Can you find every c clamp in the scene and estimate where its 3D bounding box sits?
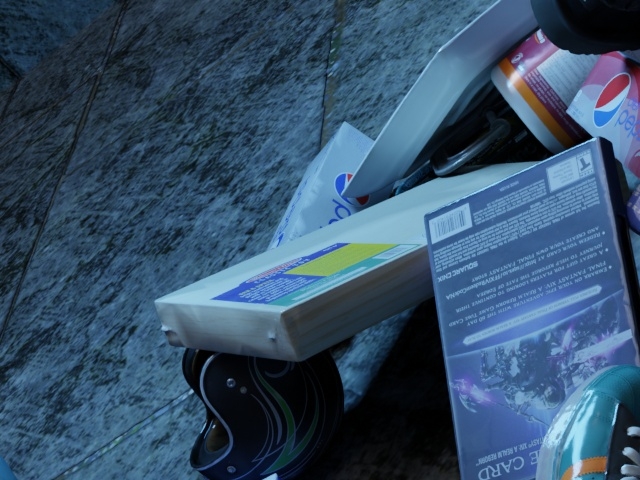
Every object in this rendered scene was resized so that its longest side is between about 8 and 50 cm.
[{"bbox_3d":[0.175,-0.122,2.022,0.137,0.022,0.161,-33,12,12],"label":"c clamp"}]

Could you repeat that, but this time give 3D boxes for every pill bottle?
[{"bbox_3d":[0.299,-0.201,1.936,0.221,0.121,0.121,-39,22,10],"label":"pill bottle"}]

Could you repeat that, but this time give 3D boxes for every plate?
[{"bbox_3d":[0.163,-0.175,2.057,0.278,0.045,0.277,-39,-10,-40],"label":"plate"}]

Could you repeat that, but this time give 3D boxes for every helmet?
[{"bbox_3d":[-0.059,0.165,1.830,0.169,0.162,0.169,-16,10,3],"label":"helmet"}]

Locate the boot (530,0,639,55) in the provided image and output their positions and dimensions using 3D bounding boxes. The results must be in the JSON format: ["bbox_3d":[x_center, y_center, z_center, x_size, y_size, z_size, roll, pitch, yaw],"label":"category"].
[{"bbox_3d":[0.392,-0.282,1.723,0.348,0.131,0.260,-21,-8,-37],"label":"boot"}]

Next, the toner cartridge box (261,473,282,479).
[{"bbox_3d":[-0.097,0.373,1.621,0.165,0.075,0.348,-32,24,23],"label":"toner cartridge box"}]

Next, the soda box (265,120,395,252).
[{"bbox_3d":[0.000,0.000,2.096,0.098,0.091,0.286,-49,12,45],"label":"soda box"}]

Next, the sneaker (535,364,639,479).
[{"bbox_3d":[0.214,0.221,1.332,0.121,0.108,0.302,-13,44,50],"label":"sneaker"}]

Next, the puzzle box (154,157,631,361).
[{"bbox_3d":[0.068,0.012,1.804,0.409,0.052,0.272,-24,12,-27],"label":"puzzle box"}]

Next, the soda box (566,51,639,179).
[{"bbox_3d":[0.323,-0.102,1.724,0.083,0.092,0.263,-59,19,12],"label":"soda box"}]

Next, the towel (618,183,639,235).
[{"bbox_3d":[0.414,-0.098,1.462,0.336,0.040,0.243,-53,45,2],"label":"towel"}]

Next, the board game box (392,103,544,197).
[{"bbox_3d":[0.165,-0.080,2.073,0.186,0.026,0.126,-38,21,14],"label":"board game box"}]

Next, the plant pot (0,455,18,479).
[{"bbox_3d":[-0.406,0.375,1.990,0.290,0.195,0.290,-37,22,17],"label":"plant pot"}]

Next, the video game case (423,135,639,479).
[{"bbox_3d":[0.185,0.070,1.559,0.196,0.026,0.274,-25,62,35],"label":"video game case"}]
